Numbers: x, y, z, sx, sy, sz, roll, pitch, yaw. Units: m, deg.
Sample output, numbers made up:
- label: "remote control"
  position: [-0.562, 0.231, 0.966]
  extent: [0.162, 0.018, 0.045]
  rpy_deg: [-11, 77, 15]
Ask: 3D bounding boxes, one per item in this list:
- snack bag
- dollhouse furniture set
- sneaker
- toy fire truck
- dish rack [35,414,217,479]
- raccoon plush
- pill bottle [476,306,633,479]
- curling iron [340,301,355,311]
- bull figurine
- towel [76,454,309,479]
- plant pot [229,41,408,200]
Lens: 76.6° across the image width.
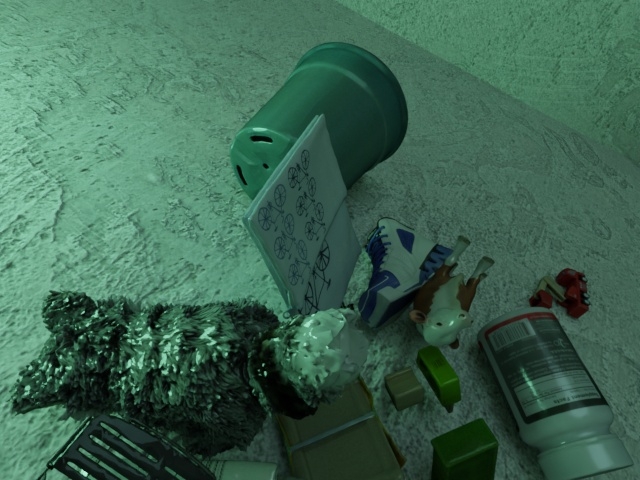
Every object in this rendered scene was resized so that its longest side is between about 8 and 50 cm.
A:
- label: "snack bag"
  position: [0.000, 0.000, 0.714]
  extent: [0.037, 0.342, 0.323]
  rpy_deg: [-2, 38, 24]
- label: "dollhouse furniture set"
  position: [0.098, 0.330, 0.663]
  extent: [0.302, 0.151, 0.197]
  rpy_deg: [-19, 40, -8]
- label: "sneaker"
  position: [0.153, 0.054, 0.902]
  extent: [0.182, 0.127, 0.316]
  rpy_deg: [40, 41, 21]
- label: "toy fire truck"
  position: [0.617, 0.132, 1.048]
  extent: [0.135, 0.047, 0.192]
  rpy_deg: [27, 45, 6]
- label: "dish rack"
  position: [-0.215, 0.309, 0.356]
  extent: [0.208, 0.074, 0.271]
  rpy_deg: [39, 56, -6]
- label: "raccoon plush"
  position: [-0.191, 0.115, 0.503]
  extent: [0.299, 0.446, 0.216]
  rpy_deg: [21, 45, -24]
- label: "pill bottle"
  position: [0.427, 0.283, 0.762]
  extent: [0.162, 0.161, 0.283]
  rpy_deg: [2, 50, -19]
- label: "curling iron"
  position: [-0.034, 0.090, 0.847]
  extent: [0.274, 0.035, 0.068]
  rpy_deg: [40, 44, 15]
- label: "bull figurine"
  position: [0.234, 0.106, 0.745]
  extent: [0.101, 0.310, 0.188]
  rpy_deg: [34, 83, 15]
- label: "towel"
  position: [-0.171, 0.414, 0.446]
  extent: [0.325, 0.056, 0.312]
  rpy_deg: [4, 48, 0]
- label: "plant pot"
  position: [-0.016, -0.236, 0.964]
  extent: [0.341, 0.341, 0.334]
  rpy_deg: [32, 54, 8]
